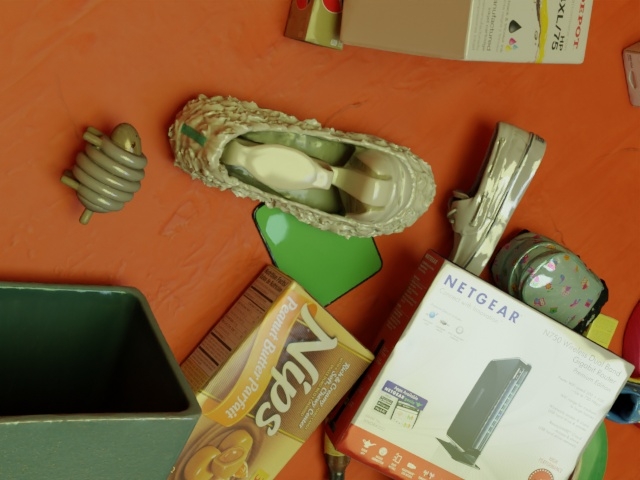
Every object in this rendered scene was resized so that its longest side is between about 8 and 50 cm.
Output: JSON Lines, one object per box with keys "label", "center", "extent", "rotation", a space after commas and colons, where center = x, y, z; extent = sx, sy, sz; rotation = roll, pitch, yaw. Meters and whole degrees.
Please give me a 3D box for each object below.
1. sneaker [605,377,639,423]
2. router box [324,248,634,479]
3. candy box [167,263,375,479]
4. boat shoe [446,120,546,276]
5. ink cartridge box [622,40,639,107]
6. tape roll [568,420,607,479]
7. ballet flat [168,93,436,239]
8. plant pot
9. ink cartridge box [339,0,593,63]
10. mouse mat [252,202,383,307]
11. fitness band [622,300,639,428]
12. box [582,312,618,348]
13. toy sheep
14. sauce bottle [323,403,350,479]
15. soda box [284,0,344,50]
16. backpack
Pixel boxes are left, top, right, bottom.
{"label": "sneaker", "center": [0.521, 0.273, 1.724], "extent": [0.240, 0.126, 0.091], "rotation": [14, 107, -12]}
{"label": "router box", "center": [0.222, 0.221, 1.483], "extent": [0.335, 0.082, 0.301], "rotation": [28, 95, -15]}
{"label": "candy box", "center": [-0.097, 0.212, 1.400], "extent": [0.316, 0.087, 0.183], "rotation": [-50, 122, -7]}
{"label": "boat shoe", "center": [0.226, -0.044, 1.516], "extent": [0.088, 0.096, 0.267], "rotation": [27, 105, -3]}
{"label": "ink cartridge box", "center": [0.549, -0.277, 1.649], "extent": [0.135, 0.056, 0.099], "rotation": [-29, 118, -20]}
{"label": "tape roll", "center": [0.270, 0.321, 1.595], "extent": [0.321, 0.077, 0.321], "rotation": [-2, 101, -10]}
{"label": "ballet flat", "center": [0.002, -0.077, 1.342], "extent": [0.409, 0.147, 0.147], "rotation": [11, 99, -31]}
{"label": "plant pot", "center": [-0.315, 0.218, 1.196], "extent": [0.247, 0.248, 0.252], "rotation": [3, 121, -31]}
{"label": "ink cartridge box", "center": [0.192, -0.328, 1.305], "extent": [0.270, 0.197, 0.198], "rotation": [-9, 110, -47]}
{"label": "mouse mat", "center": [0.000, 0.000, 1.444], "extent": [0.152, 0.007, 0.190], "rotation": [-32, 117, -18]}
{"label": "fitness band", "center": [0.622, 0.210, 1.841], "extent": [0.209, 0.054, 0.291], "rotation": [-16, 111, -25]}
{"label": "box", "center": [0.390, 0.216, 1.688], "extent": [0.058, 0.087, 0.232], "rotation": [20, 95, -32]}
{"label": "toy sheep", "center": [-0.252, -0.078, 1.230], "extent": [0.091, 0.091, 0.132], "rotation": [22, 107, -33]}
{"label": "sauce bottle", "center": [0.024, 0.301, 1.527], "extent": [0.042, 0.042, 0.128], "rotation": [-4, 106, -29]}
{"label": "soda box", "center": [0.012, -0.335, 1.316], "extent": [0.058, 0.061, 0.181], "rotation": [8, 100, -31]}
{"label": "backpack", "center": [0.349, 0.066, 1.603], "extent": [0.182, 0.115, 0.152], "rotation": [41, 85, -30]}
